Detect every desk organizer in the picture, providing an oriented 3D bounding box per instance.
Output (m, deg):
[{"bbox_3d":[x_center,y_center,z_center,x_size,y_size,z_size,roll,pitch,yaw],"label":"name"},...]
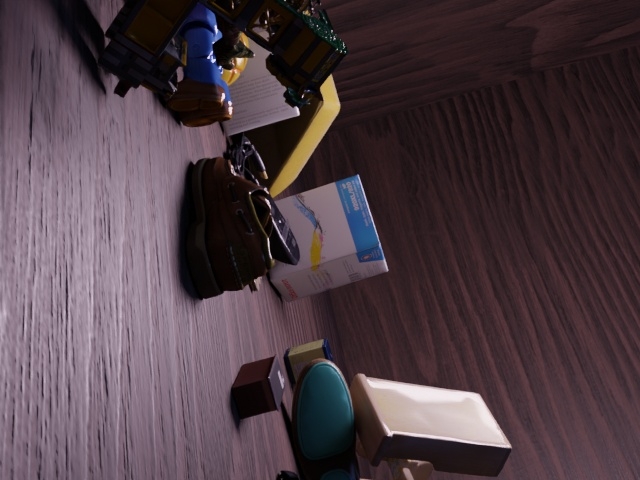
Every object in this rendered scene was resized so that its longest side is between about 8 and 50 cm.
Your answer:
[{"bbox_3d":[-0.080,0.192,1.209,0.130,0.050,0.047,-74,148,-84],"label":"desk organizer"}]

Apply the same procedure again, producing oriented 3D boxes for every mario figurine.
[{"bbox_3d":[-0.205,-0.326,1.296,0.198,0.170,0.320,-23,-112,57],"label":"mario figurine"}]

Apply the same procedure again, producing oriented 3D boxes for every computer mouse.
[{"bbox_3d":[-0.121,-0.074,1.778,0.262,0.060,0.184,60,13,-23],"label":"computer mouse"}]

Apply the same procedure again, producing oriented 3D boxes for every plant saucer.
[{"bbox_3d":[-0.063,-0.295,1.964,0.333,0.081,0.332,-54,-141,44],"label":"plant saucer"}]

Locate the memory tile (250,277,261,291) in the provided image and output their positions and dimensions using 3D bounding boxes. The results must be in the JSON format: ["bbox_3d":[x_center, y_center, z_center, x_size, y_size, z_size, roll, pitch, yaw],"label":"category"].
[{"bbox_3d":[-0.125,0.022,1.603,0.148,0.012,0.113,-88,162,-77],"label":"memory tile"}]

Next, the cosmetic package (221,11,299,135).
[{"bbox_3d":[-0.140,-0.327,1.761,0.151,0.151,0.183,-102,176,-61],"label":"cosmetic package"}]

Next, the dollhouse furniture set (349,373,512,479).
[{"bbox_3d":[0.134,0.467,1.668,0.362,0.256,0.394,-116,-138,-58],"label":"dollhouse furniture set"}]

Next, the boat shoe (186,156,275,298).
[{"bbox_3d":[-0.112,-0.027,1.227,0.307,0.104,0.110,-101,174,-57],"label":"boat shoe"}]

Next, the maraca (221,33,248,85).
[{"bbox_3d":[-0.179,-0.305,1.546,0.127,0.099,0.185,60,40,-56],"label":"maraca"}]

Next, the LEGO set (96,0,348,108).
[{"bbox_3d":[-0.122,-0.239,1.031,0.255,0.192,0.331,27,26,-31],"label":"LEGO set"}]

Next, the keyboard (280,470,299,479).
[{"bbox_3d":[-0.031,0.418,1.271,0.100,0.038,0.192,142,-67,-68],"label":"keyboard"}]

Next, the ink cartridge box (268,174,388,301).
[{"bbox_3d":[0.000,0.000,1.900,0.171,0.233,0.168,66,7,-68],"label":"ink cartridge box"}]

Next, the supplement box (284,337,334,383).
[{"bbox_3d":[-0.021,0.231,1.757,0.083,0.083,0.056,-61,136,-85],"label":"supplement box"}]

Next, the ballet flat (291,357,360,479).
[{"bbox_3d":[0.012,0.377,1.572,0.124,0.116,0.342,143,-67,-72],"label":"ballet flat"}]
